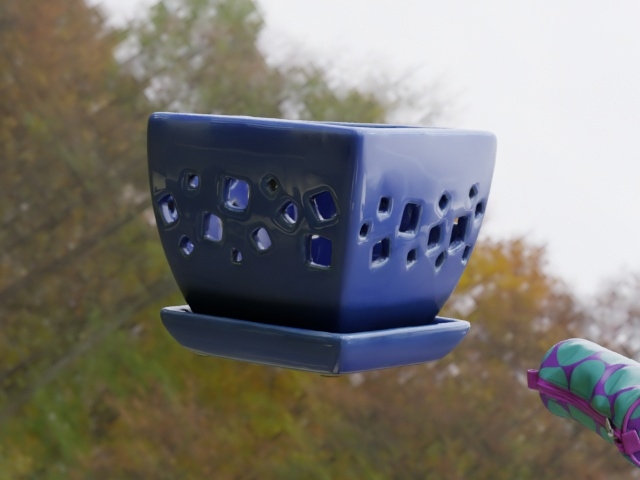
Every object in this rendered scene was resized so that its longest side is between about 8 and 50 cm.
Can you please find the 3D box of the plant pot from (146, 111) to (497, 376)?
[{"bbox_3d":[0.000,0.000,1.520,0.236,0.236,0.212,5,-86,35],"label":"plant pot"}]

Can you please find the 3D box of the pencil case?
[{"bbox_3d":[0.217,0.119,1.286,0.151,0.070,0.064,-151,-126,-69],"label":"pencil case"}]
